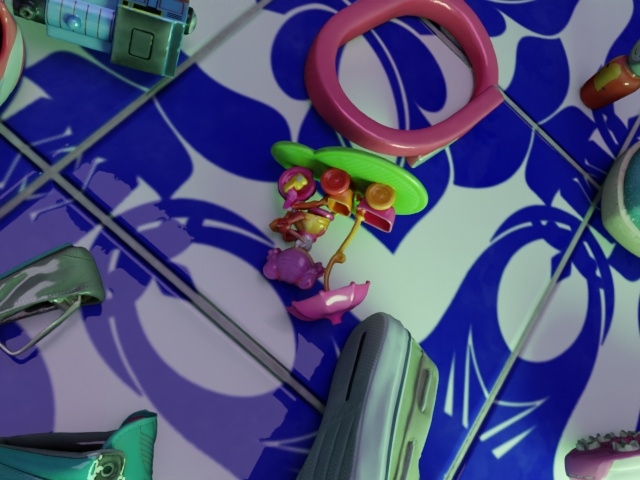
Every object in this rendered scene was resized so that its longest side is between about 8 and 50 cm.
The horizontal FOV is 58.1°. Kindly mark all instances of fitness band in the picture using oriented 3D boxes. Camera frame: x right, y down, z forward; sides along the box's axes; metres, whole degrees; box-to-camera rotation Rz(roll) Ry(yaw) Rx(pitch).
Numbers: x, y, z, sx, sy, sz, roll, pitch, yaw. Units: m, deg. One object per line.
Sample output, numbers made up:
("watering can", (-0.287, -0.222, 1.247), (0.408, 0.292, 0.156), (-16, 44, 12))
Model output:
("fitness band", (0.113, -0.213, 0.717), (0.291, 0.054, 0.209), (-36, 89, -29))

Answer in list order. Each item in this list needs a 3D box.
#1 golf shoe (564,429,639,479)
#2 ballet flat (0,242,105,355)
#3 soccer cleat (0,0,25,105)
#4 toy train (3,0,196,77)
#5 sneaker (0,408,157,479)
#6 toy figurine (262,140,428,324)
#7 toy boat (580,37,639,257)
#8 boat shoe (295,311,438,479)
("golf shoe", (0.410, 0.281, 0.643), (0.306, 0.115, 0.140), (5, 74, -20))
("ballet flat", (-0.275, 0.070, 0.453), (0.213, 0.072, 0.068), (-27, 89, -28))
("soccer cleat", (-0.317, -0.094, 0.475), (0.083, 0.095, 0.248), (20, 66, -15))
("toy train", (-0.213, -0.228, 0.558), (0.184, 0.080, 0.105), (12, 42, -19))
("sneaker", (-0.143, 0.224, 0.432), (0.296, 0.124, 0.178), (24, 75, -12))
("toy figurine", (0.000, 0.000, 0.578), (0.173, 0.130, 0.159), (20, 74, 9))
("toy boat", (0.476, -0.120, 0.782), (0.268, 0.148, 0.318), (-18, 80, -26))
("boat shoe", (0.045, 0.199, 0.501), (0.094, 0.109, 0.302), (35, 50, -14))
